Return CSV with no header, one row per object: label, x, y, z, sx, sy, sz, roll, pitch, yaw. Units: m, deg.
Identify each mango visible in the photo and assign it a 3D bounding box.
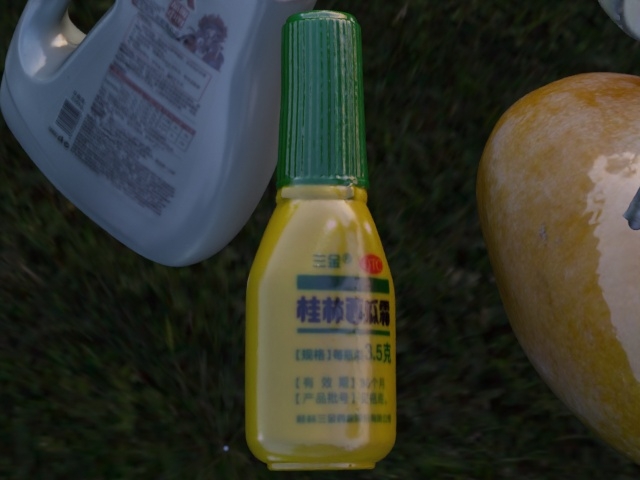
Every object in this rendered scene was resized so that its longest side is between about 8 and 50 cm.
mango,0.232,0.040,1.207,0.199,0.221,0.384,-49,52,12

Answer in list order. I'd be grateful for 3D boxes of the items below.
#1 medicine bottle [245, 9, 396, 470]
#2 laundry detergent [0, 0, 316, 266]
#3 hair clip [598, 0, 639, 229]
medicine bottle,0.000,0.000,1.093,0.095,0.064,0.260,4,82,-32
laundry detergent,-0.112,-0.191,1.578,0.264,0.397,0.125,41,39,13
hair clip,0.200,-0.095,0.900,0.159,0.071,0.218,-9,124,-27
